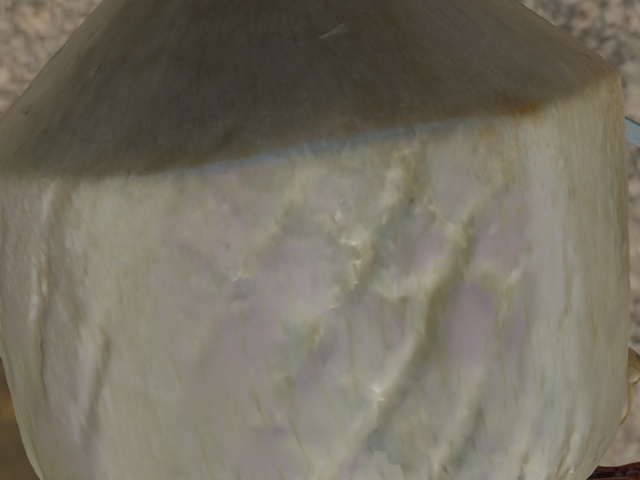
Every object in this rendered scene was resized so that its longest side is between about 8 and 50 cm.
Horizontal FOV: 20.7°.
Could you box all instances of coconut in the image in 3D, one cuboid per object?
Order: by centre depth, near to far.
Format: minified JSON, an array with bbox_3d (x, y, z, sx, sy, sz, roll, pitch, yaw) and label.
[{"bbox_3d":[0.000,0.000,0.989,0.344,0.415,0.415,-2,139,27],"label":"coconut"}]

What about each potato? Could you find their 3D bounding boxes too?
[{"bbox_3d":[0.200,0.109,1.277,0.083,0.068,0.062,-54,135,-11],"label":"potato"}]

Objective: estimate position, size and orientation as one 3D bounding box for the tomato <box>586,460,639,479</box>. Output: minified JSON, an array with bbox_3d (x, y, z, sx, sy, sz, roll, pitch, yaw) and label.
[{"bbox_3d":[0.214,0.237,1.374,0.228,0.228,0.101,-5,90,-4],"label":"tomato"}]

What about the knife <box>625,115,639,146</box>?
[{"bbox_3d":[0.249,-0.117,1.636,0.080,0.331,0.044,41,85,-24],"label":"knife"}]
